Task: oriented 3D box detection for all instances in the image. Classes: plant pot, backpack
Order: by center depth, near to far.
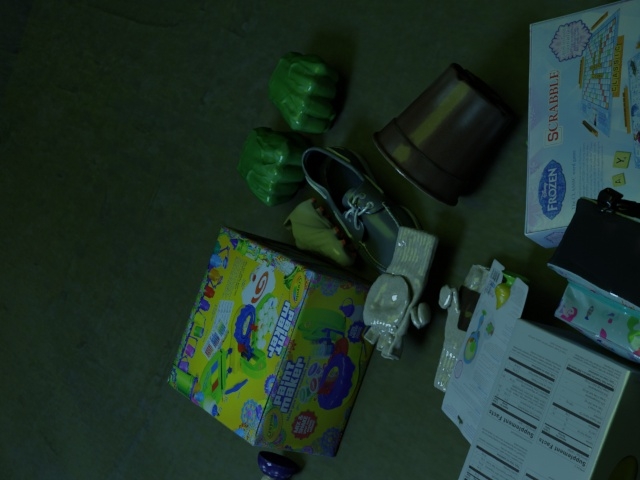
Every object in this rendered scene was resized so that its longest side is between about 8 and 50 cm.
[{"bbox_3d":[0.420,0.060,1.611,0.225,0.253,0.191,29,105,47],"label":"backpack"},{"bbox_3d":[0.193,-0.168,2.046,0.165,0.167,0.167,-51,44,17],"label":"plant pot"}]

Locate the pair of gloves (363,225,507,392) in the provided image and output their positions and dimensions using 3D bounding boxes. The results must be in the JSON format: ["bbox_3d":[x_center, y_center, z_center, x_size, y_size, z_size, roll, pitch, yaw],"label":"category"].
[{"bbox_3d":[0.166,0.105,2.030,0.240,0.042,0.204,30,102,38],"label":"pair of gloves"}]

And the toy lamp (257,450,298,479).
[{"bbox_3d":[-0.120,0.489,2.263,0.080,0.080,0.275,26,97,51],"label":"toy lamp"}]

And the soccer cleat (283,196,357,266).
[{"bbox_3d":[0.000,0.000,2.283,0.076,0.068,0.196,-41,37,3],"label":"soccer cleat"}]

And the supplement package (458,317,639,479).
[{"bbox_3d":[0.329,0.264,1.691,0.198,0.199,0.263,25,98,51],"label":"supplement package"}]

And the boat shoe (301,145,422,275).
[{"bbox_3d":[0.062,-0.046,2.201,0.116,0.099,0.319,-52,45,21],"label":"boat shoe"}]

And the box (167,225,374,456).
[{"bbox_3d":[-0.072,0.163,2.233,0.279,0.177,0.290,26,98,51],"label":"box"}]

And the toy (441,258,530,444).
[{"bbox_3d":[0.247,0.158,1.904,0.137,0.056,0.237,-131,53,-69],"label":"toy"}]

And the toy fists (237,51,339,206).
[{"bbox_3d":[-0.050,-0.194,2.397,0.279,0.096,0.142,-66,29,13],"label":"toy fists"}]

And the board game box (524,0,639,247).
[{"bbox_3d":[0.422,-0.167,1.764,0.318,0.066,0.319,-9,66,35],"label":"board game box"}]

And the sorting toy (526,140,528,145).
[{"bbox_3d":[0.407,-0.143,1.857,0.347,0.047,0.196,-31,55,41],"label":"sorting toy"}]
